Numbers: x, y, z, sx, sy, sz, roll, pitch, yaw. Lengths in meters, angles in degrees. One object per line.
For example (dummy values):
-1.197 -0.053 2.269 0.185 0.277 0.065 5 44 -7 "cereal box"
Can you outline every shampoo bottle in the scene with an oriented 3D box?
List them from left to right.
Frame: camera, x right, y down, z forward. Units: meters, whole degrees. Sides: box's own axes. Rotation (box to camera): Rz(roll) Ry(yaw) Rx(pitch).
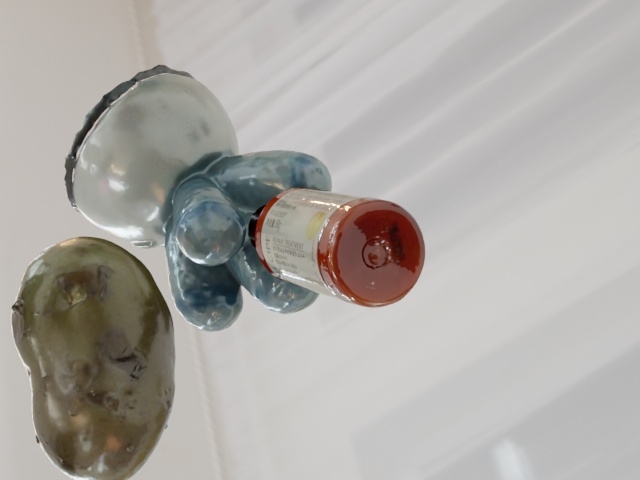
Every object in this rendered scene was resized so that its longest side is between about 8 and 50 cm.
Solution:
0.000 0.000 1.408 0.104 0.104 0.278 50 166 -20 "shampoo bottle"

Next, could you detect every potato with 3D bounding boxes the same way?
-0.228 0.121 1.426 0.165 0.165 0.262 16 -123 -65 "potato"

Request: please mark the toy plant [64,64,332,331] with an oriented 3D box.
-0.119 -0.031 1.641 0.332 0.247 0.247 38 -173 28 "toy plant"
